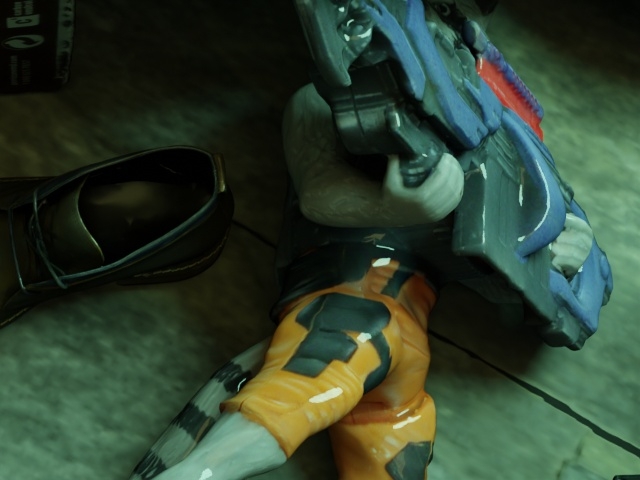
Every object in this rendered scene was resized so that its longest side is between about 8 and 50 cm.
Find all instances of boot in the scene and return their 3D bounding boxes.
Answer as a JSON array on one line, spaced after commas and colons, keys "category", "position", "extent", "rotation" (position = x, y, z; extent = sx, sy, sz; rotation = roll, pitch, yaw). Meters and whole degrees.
[{"category": "boot", "position": [-0.145, -0.005, 0.757], "extent": [0.219, 0.106, 0.082], "rotation": [-15, 79, -15]}]

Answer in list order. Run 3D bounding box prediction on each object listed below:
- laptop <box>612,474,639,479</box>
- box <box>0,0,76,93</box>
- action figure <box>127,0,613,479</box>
[{"category": "laptop", "position": [0.267, 0.140, 0.765], "extent": [0.136, 0.234, 0.264], "rotation": [26, 50, 32]}, {"category": "box", "position": [-0.209, -0.189, 0.758], "extent": [0.167, 0.168, 0.203], "rotation": [-4, 78, -11]}, {"category": "action figure", "position": [0.000, 0.000, 0.730], "extent": [0.178, 0.341, 0.330], "rotation": [5, 61, 33]}]
